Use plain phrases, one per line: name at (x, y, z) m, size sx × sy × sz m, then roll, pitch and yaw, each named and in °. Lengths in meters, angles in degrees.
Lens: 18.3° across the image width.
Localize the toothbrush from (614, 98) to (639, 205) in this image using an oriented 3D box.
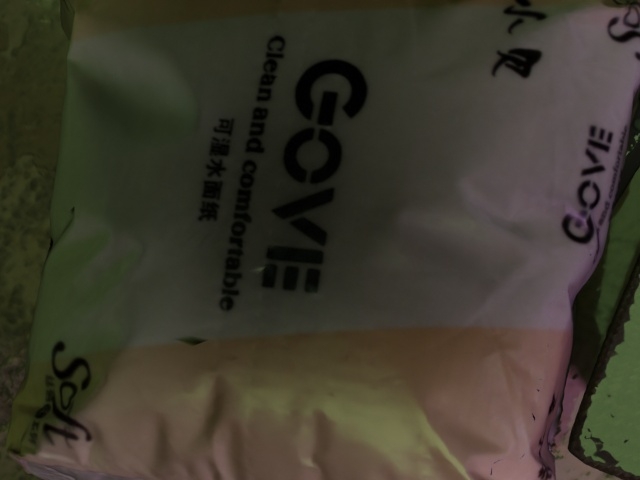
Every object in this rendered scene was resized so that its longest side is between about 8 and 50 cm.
toothbrush at (0.125, 0.061, 1.283) m, size 0.024 × 0.029 × 0.354 m, roll 31°, pitch 105°, yaw 5°

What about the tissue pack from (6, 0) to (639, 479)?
tissue pack at (0.000, 0.000, 1.223) m, size 0.390 × 0.195 × 0.375 m, roll 5°, pitch 81°, yaw 14°

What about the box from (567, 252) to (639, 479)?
box at (0.308, 0.086, 1.190) m, size 0.273 × 0.143 × 0.184 m, roll 20°, pitch 104°, yaw 9°
